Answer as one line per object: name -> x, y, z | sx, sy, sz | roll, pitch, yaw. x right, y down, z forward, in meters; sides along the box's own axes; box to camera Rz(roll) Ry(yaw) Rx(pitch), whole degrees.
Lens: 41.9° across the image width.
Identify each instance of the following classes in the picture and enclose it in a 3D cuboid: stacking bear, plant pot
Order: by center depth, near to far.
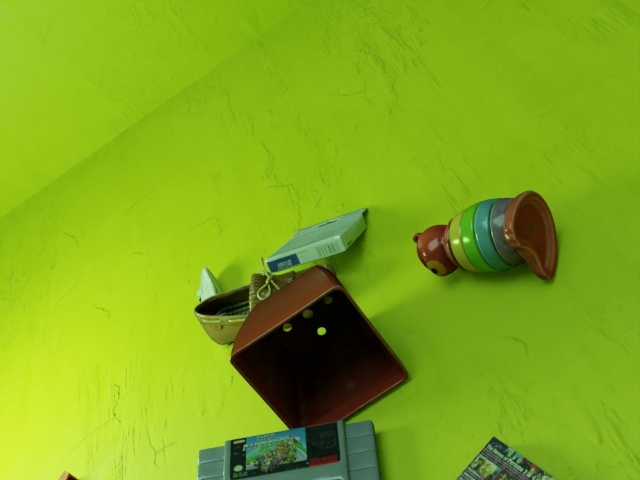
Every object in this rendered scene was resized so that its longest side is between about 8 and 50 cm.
stacking bear -> 0.329, 0.002, 1.754 | 0.289, 0.175, 0.164 | -15, 43, 41
plant pot -> -0.015, 0.208, 1.758 | 0.267, 0.267, 0.236 | -34, 23, 6

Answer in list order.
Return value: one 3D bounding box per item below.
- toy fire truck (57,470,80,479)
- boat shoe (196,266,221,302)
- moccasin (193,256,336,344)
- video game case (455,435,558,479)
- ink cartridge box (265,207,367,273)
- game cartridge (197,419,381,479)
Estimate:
toy fire truck -> -0.680, 0.648, 2.027 | 0.135, 0.047, 0.192 | 1, 52, 41
boat shoe -> -0.301, 0.144, 2.240 | 0.063, 0.066, 0.184 | -34, 45, 6
moccasin -> -0.136, 0.134, 2.020 | 0.380, 0.147, 0.139 | -17, 40, 28
video game case -> 0.301, 0.458, 1.360 | 0.210, 0.042, 0.232 | -47, 36, -11
ink cartridge box -> 0.000, 0.000, 2.107 | 0.223, 0.045, 0.224 | -18, 13, 27
game cartridge -> -0.062, 0.461, 1.575 | 0.355, 0.068, 0.230 | -11, 44, 5
